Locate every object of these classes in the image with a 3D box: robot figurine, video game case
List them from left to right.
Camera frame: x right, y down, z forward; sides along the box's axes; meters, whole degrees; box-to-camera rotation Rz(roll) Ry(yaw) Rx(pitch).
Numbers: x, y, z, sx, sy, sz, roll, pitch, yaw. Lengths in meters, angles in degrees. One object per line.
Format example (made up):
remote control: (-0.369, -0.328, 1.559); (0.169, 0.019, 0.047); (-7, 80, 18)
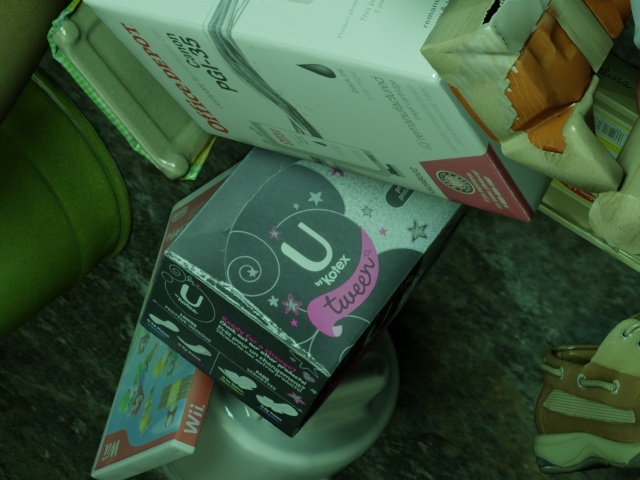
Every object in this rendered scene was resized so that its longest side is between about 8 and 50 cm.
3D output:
video game case: (-0.125, 0.072, 1.717); (0.025, 0.285, 0.204); (24, 156, -20)
robot figurine: (-0.050, 0.153, 1.817); (0.353, 0.200, 0.300); (131, 126, -62)

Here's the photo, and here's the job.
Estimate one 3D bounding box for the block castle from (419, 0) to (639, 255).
block castle: (0.186, -0.220, 1.012); (0.303, 0.213, 0.453); (-13, 127, 47)

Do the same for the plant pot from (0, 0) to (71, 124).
plant pot: (-0.309, -0.207, 1.554); (0.237, 0.254, 0.237); (29, 151, 18)

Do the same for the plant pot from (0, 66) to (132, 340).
plant pot: (-0.441, 0.005, 1.910); (0.366, 0.353, 0.366); (29, 150, 19)

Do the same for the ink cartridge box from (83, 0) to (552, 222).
ink cartridge box: (0.013, -0.134, 1.281); (0.283, 0.117, 0.207); (16, 163, 30)

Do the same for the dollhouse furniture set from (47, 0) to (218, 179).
dollhouse furniture set: (-0.177, -0.205, 1.462); (0.301, 0.197, 0.151); (51, 148, -19)

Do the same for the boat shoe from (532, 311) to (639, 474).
boat shoe: (0.259, 0.114, 1.471); (0.324, 0.122, 0.120); (-19, 78, 62)

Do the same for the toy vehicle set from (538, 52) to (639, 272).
toy vehicle set: (0.205, -0.064, 1.381); (0.267, 0.035, 0.166); (33, 151, 12)

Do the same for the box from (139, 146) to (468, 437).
box: (0.000, 0.000, 1.491); (0.163, 0.247, 0.142); (36, 152, 6)
